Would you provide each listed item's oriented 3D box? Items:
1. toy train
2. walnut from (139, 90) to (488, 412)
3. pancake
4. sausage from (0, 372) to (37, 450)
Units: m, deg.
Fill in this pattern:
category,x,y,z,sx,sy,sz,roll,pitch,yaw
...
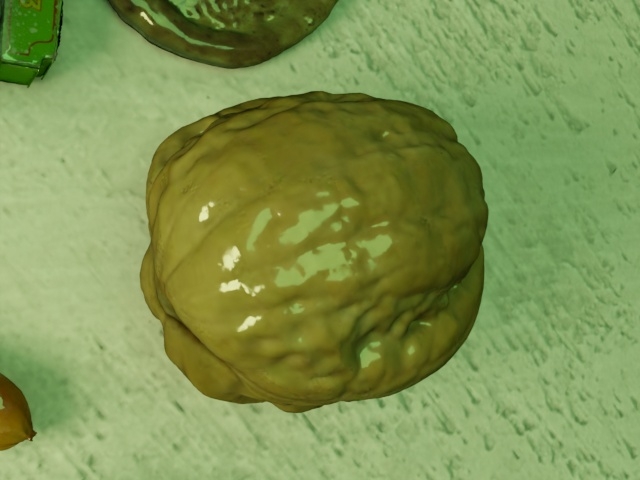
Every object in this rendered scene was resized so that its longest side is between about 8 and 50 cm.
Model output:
category,x,y,z,sx,sy,sz,roll,pitch,yaw
toy train,-0.231,-0.213,0.609,0.081,0.060,0.202,6,80,-30
walnut,0.000,0.000,0.590,0.257,0.224,0.257,9,58,-14
pancake,-0.086,-0.265,0.693,0.250,0.031,0.250,4,82,-25
sausage,-0.278,0.094,0.546,0.183,0.054,0.062,20,107,-22
